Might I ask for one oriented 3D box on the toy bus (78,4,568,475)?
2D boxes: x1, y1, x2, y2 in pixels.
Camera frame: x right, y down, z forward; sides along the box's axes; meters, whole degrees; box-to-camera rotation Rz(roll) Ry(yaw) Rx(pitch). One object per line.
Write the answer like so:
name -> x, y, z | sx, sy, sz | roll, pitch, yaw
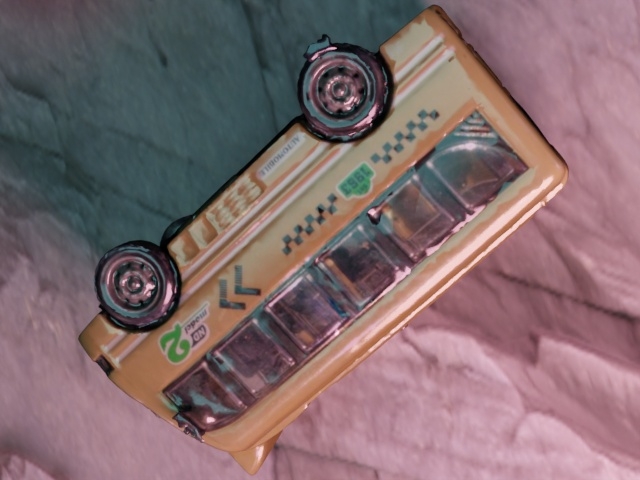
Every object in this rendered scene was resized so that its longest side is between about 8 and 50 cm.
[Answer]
toy bus -> 0.000, 0.000, 0.725 | 0.365, 0.177, 0.202 | -42, 90, 14
